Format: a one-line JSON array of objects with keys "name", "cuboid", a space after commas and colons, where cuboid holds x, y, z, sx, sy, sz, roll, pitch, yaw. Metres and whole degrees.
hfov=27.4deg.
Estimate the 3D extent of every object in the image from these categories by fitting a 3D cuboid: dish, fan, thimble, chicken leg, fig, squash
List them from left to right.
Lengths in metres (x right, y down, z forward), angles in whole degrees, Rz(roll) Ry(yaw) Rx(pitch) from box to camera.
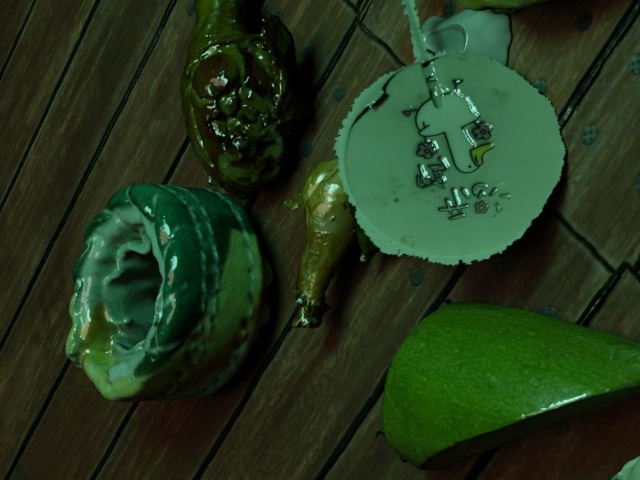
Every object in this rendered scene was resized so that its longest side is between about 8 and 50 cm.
[{"name": "thimble", "cuboid": [-0.197, 0.071, 1.653, 0.288, 0.167, 0.254, -54, 49, 29]}, {"name": "chicken leg", "cuboid": [-0.107, -0.238, 1.626, 0.211, 0.140, 0.361, -17, 75, 53]}, {"name": "chicken leg", "cuboid": [0.001, 0.001, 1.514, 0.101, 0.085, 0.208, 21, 97, 43]}, {"name": "fig", "cuboid": [0.075, -0.046, 1.433, 0.177, 0.117, 0.117, -56, 47, 45]}, {"name": "fan", "cuboid": [0.116, -0.165, 1.375, 0.233, 0.012, 0.415, -13, 68, 3]}, {"name": "dish", "cuboid": [0.142, -0.214, 1.428, 0.137, 0.039, 0.091, 20, 99, 45]}, {"name": "squash", "cuboid": [0.190, 0.172, 1.274, 0.288, 0.111, 0.203, 19, 100, 45]}]

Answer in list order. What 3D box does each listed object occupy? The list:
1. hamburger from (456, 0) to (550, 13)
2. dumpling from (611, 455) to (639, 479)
[{"name": "hamburger", "cuboid": [0.208, -0.361, 1.311, 0.285, 0.134, 0.266, -39, 60, 34]}, {"name": "dumpling", "cuboid": [0.334, 0.231, 1.111, 0.111, 0.155, 0.181, -42, 9, -1]}]
